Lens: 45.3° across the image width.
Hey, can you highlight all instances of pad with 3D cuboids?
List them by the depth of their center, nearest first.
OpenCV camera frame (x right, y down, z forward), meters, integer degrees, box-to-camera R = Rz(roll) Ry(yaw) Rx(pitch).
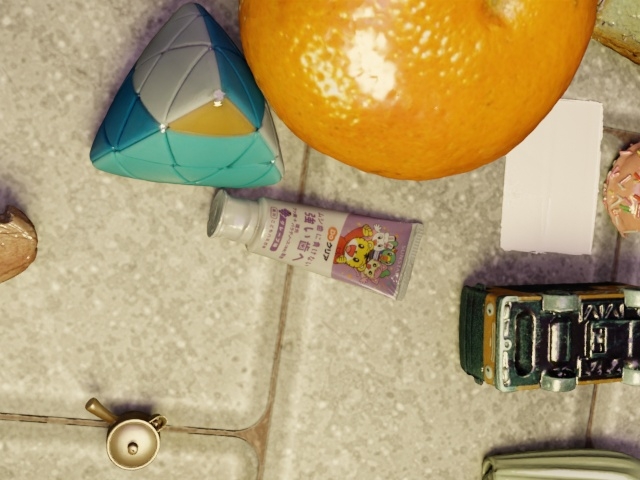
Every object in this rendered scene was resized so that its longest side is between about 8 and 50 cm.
[{"bbox_3d":[0.342,-0.094,1.130,0.156,0.004,0.232,2,93,-14],"label":"pad"}]

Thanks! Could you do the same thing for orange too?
[{"bbox_3d":[0.105,-0.279,0.896,0.424,0.326,0.424,-9,112,-23],"label":"orange"}]

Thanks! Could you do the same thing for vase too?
[{"bbox_3d":[0.356,0.360,1.106,0.248,0.128,0.128,8,92,-4],"label":"vase"}]

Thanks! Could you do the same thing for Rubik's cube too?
[{"bbox_3d":[-0.118,-0.132,0.909,0.254,0.254,0.254,-1,94,-13],"label":"Rubik's cube"}]

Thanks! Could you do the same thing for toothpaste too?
[{"bbox_3d":[0.000,0.000,1.027,0.299,0.073,0.114,14,91,-22],"label":"toothpaste"}]

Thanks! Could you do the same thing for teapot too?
[{"bbox_3d":[-0.245,0.230,0.970,0.085,0.080,0.110,-44,102,-7],"label":"teapot"}]

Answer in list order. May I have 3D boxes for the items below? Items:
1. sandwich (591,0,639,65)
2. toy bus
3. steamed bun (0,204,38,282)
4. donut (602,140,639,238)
[{"bbox_3d":[0.499,-0.380,1.074,0.249,0.095,0.273,18,103,-18],"label":"sandwich"},{"bbox_3d":[0.335,0.126,1.062,0.275,0.167,0.138,-1,94,-18],"label":"toy bus"},{"bbox_3d":[-0.416,0.011,0.883,0.175,0.145,0.106,-18,96,-16],"label":"steamed bun"},{"bbox_3d":[0.486,-0.093,1.135,0.166,0.065,0.117,-44,103,-9],"label":"donut"}]
